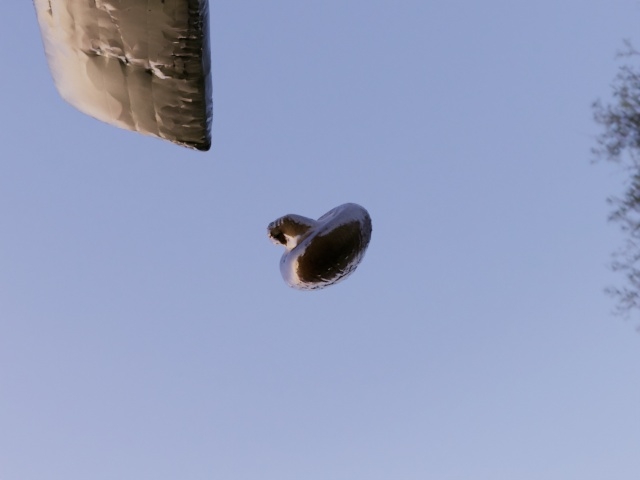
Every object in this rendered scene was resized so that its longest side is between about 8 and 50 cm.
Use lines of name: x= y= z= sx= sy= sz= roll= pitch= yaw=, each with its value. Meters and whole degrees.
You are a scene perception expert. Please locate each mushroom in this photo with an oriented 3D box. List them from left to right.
mushroom: x=0.003 y=0.008 z=1.006 sx=0.109 sy=0.126 sz=0.085 roll=-11 pitch=-86 yaw=-3

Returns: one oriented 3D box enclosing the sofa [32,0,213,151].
sofa: x=-0.154 y=-0.243 z=0.934 sx=0.176 sy=0.225 sz=0.210 roll=16 pitch=-40 yaw=9
